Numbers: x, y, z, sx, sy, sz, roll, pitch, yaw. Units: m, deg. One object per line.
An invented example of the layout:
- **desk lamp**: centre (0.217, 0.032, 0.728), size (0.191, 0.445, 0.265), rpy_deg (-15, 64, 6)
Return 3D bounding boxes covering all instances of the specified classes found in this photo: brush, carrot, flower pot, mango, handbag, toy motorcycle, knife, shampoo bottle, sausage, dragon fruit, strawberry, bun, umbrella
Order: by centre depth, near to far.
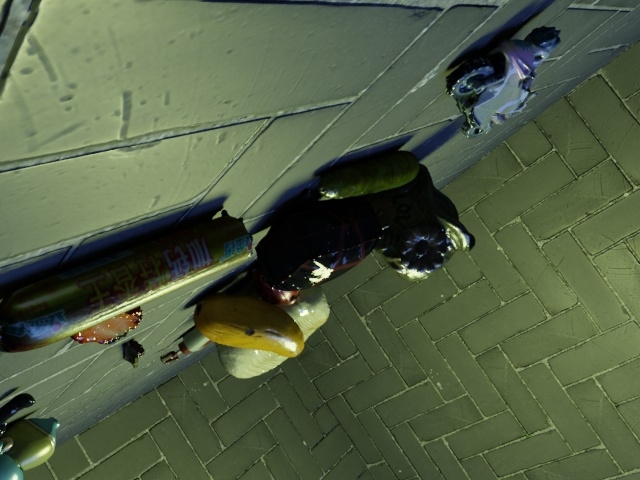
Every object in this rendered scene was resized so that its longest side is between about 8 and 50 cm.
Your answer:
- **sausage**: centre (-0.230, 0.044, 0.724), size (0.082, 0.082, 0.371), rpy_deg (-39, 171, 39)
- **strawberry**: centre (-0.320, 0.113, 0.900), size (0.103, 0.048, 0.152), rpy_deg (-27, 157, -8)
- **toy motorcycle**: centre (0.311, -0.264, 1.002), size (0.204, 0.108, 0.239), rpy_deg (-35, 174, 10)
- **umbrella**: centre (-0.617, 0.354, 1.105), size (0.248, 0.071, 0.071), rpy_deg (-38, 174, -2)
- **carrot**: centre (0.093, -0.121, 1.158), size (0.074, 0.074, 0.358), rpy_deg (-38, 171, 34)
- **handbag**: centre (0.000, 0.000, 1.168), size (0.215, 0.155, 0.169), rpy_deg (-18, 172, -43)
- **knife**: centre (0.018, -0.096, 1.172), size (0.045, 0.021, 0.222), rpy_deg (-41, 171, 29)
- **brush**: centre (-0.453, 0.280, 1.485), size (0.036, 0.043, 0.248), rpy_deg (-39, 177, -25)
- **mango**: centre (-0.166, 0.204, 1.496), size (0.294, 0.120, 0.177), rpy_deg (17, 155, -22)
- **dragon fruit**: centre (-0.108, 0.104, 1.533), size (0.136, 0.133, 0.166), rpy_deg (-28, 176, 9)
- **flower pot**: centre (0.242, -0.042, 1.567), size (0.213, 0.302, 0.302), rpy_deg (-35, 174, 15)
- **bun**: centre (-0.155, 0.224, 1.758), size (0.365, 0.219, 0.365), rpy_deg (-32, 157, -15)
- **shampoo bottle**: centre (-0.371, 0.299, 1.921), size (0.284, 0.071, 0.153), rpy_deg (-37, 172, 9)

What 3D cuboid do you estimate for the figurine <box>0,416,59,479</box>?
- **figurine**: centre (-0.720, 0.517, 1.388), size (0.180, 0.154, 0.262), rpy_deg (-43, 173, 30)
